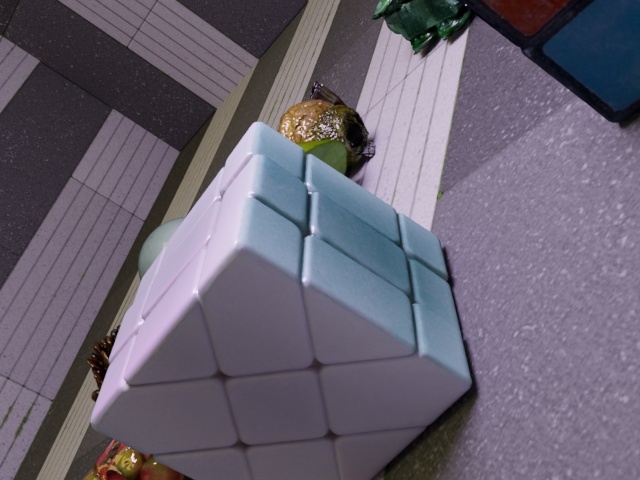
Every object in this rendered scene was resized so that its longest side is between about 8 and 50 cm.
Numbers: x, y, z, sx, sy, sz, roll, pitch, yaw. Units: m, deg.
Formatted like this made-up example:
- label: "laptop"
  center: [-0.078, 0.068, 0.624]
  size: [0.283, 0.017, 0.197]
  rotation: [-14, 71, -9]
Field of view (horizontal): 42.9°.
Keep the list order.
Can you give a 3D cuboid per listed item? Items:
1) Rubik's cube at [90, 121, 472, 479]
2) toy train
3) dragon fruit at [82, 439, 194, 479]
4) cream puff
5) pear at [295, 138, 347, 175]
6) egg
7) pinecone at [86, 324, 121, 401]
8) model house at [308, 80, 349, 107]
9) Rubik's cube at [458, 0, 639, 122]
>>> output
- label: "Rubik's cube"
  center: [-0.045, 0.104, 1.015]
  size: [0.319, 0.321, 0.316]
  rotation: [-50, 21, 25]
- label: "toy train"
  center: [0.224, -0.494, 1.605]
  size: [0.202, 0.145, 0.266]
  rotation: [-58, 18, -12]
- label: "dragon fruit"
  center: [-0.196, 0.340, 1.123]
  size: [0.269, 0.250, 0.291]
  rotation: [-62, 6, -33]
- label: "cream puff"
  center: [0.027, -0.199, 1.630]
  size: [0.169, 0.183, 0.183]
  rotation: [-8, 48, 40]
- label: "pear"
  center: [-0.055, -0.105, 1.512]
  size: [0.239, 0.139, 0.288]
  rotation: [-44, -27, -20]
- label: "egg"
  center: [-0.281, 0.052, 1.718]
  size: [0.203, 0.203, 0.282]
  rotation: [-61, 17, -14]
- label: "pinecone"
  center: [-0.373, 0.269, 1.762]
  size: [0.272, 0.224, 0.224]
  rotation: [-36, 15, -11]
- label: "model house"
  center: [-0.003, -0.244, 1.790]
  size: [0.106, 0.165, 0.152]
  rotation: [6, 64, 51]
- label: "Rubik's cube"
  center: [0.327, -0.381, 0.882]
  size: [0.318, 0.316, 0.313]
  rotation: [-42, 24, 40]
